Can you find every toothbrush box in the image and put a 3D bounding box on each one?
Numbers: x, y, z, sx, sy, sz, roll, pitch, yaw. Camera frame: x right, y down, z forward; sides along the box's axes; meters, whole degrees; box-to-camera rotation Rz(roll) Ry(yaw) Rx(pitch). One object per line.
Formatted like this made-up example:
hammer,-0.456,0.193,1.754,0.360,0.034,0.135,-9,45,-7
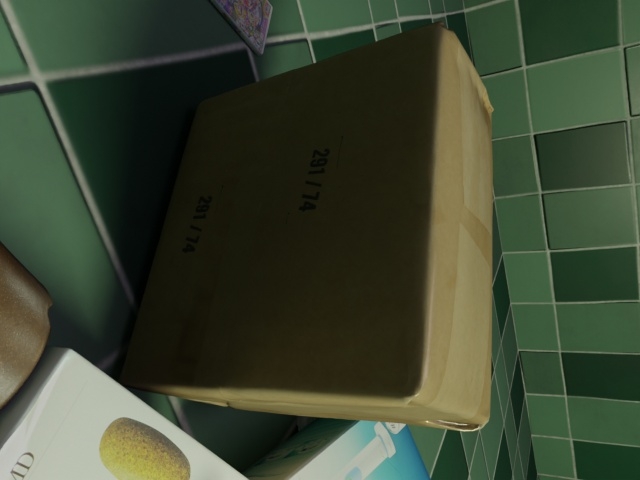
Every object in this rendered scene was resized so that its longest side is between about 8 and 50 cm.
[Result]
toothbrush box,0.018,0.339,0.590,0.296,0.126,0.216,-11,76,-58

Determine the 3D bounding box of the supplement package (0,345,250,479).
supplement package,-0.167,0.193,0.354,0.244,0.134,0.139,58,39,-39

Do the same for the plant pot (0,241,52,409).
plant pot,-0.238,0.021,0.244,0.165,0.167,0.166,66,34,-44

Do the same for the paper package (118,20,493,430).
paper package,0.000,0.000,0.500,0.168,0.310,0.324,36,54,-50

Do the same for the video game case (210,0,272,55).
video game case,-0.106,-0.316,0.664,0.122,0.011,0.087,38,54,-52

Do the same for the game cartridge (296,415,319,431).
game cartridge,-0.007,0.251,0.751,0.083,0.017,0.055,28,58,-56
